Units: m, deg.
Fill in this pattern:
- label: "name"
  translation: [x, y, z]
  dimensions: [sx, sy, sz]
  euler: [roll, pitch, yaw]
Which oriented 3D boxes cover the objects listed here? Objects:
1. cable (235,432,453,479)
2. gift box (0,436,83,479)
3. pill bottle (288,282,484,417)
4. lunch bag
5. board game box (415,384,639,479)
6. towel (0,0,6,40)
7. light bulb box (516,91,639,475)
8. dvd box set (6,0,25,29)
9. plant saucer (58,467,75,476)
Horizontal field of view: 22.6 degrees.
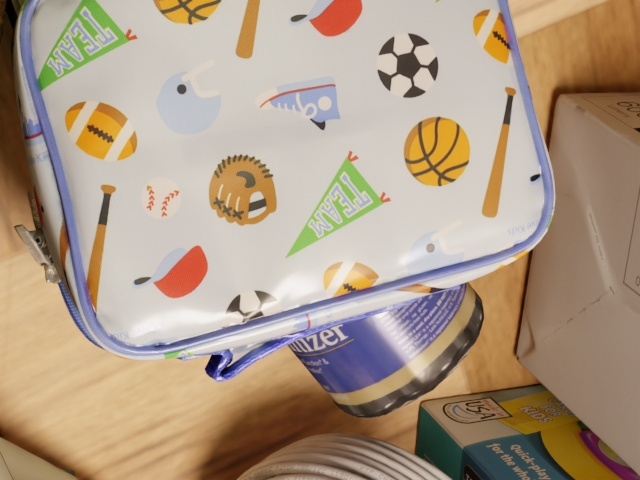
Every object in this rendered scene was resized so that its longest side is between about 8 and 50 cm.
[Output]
- label: "cable"
  translation: [0.030, 0.259, 1.107]
  dimensions: [0.089, 0.257, 0.257]
  euler: [-31, 163, -47]
- label: "gift box"
  translation: [-0.239, 0.259, 0.962]
  dimensions: [0.255, 0.276, 0.258]
  euler: [-40, 150, 1]
- label: "pill bottle"
  translation: [0.000, 0.000, 1.046]
  dimensions: [0.123, 0.123, 0.219]
  euler: [-40, 109, -3]
- label: "lunch bag"
  translation: [-0.027, -0.056, 0.914]
  dimensions: [0.303, 0.115, 0.243]
  euler: [-14, 94, -13]
- label: "board game box"
  translation: [0.274, 0.185, 1.179]
  dimensions: [0.336, 0.254, 0.079]
  euler: [-6, 114, -22]
- label: "towel"
  translation: [-0.369, -0.060, 0.868]
  dimensions: [0.370, 0.040, 0.272]
  euler: [6, 102, -17]
- label: "light bulb box"
  translation: [0.386, 0.051, 1.109]
  dimensions: [0.361, 0.358, 0.225]
  euler: [-4, 115, -23]
- label: "dvd box set"
  translation: [-0.015, -0.272, 0.966]
  dimensions: [0.420, 0.062, 0.308]
  euler: [-24, 119, -12]
- label: "plant saucer"
  translation: [-0.265, 0.176, 1.078]
  dimensions: [0.192, 0.018, 0.067]
  euler: [7, 109, -25]
